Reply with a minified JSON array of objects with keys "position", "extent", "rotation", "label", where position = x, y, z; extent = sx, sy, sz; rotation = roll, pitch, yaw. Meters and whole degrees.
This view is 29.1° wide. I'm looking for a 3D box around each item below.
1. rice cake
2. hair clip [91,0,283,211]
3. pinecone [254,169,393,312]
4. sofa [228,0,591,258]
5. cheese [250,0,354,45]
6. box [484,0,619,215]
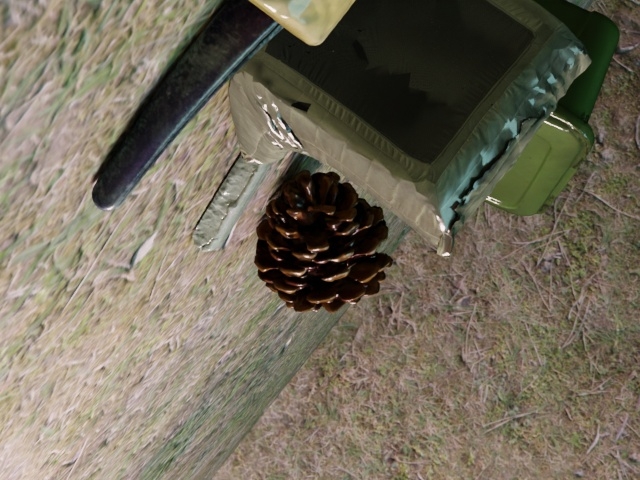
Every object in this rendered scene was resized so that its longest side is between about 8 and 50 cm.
[{"position":[-0.069,-0.059,1.150],"extent":[0.171,0.029,0.033],"rotation":[-56,167,23],"label":"rice cake"},{"position":[-0.068,-0.131,0.854],"extent":[0.275,0.048,0.083],"rotation":[-47,173,-7],"label":"hair clip"},{"position":[0.000,0.000,1.389],"extent":[0.174,0.173,0.173],"rotation":[-51,172,-11],"label":"pinecone"},{"position":[0.065,-0.114,0.995],"extent":[0.210,0.225,0.176],"rotation":[-53,168,-16],"label":"sofa"},{"position":[0.011,-0.210,0.757],"extent":[0.167,0.094,0.123],"rotation":[-51,178,9],"label":"cheese"},{"position":[0.207,-0.181,1.485],"extent":[0.329,0.252,0.178],"rotation":[101,14,-73],"label":"box"}]
